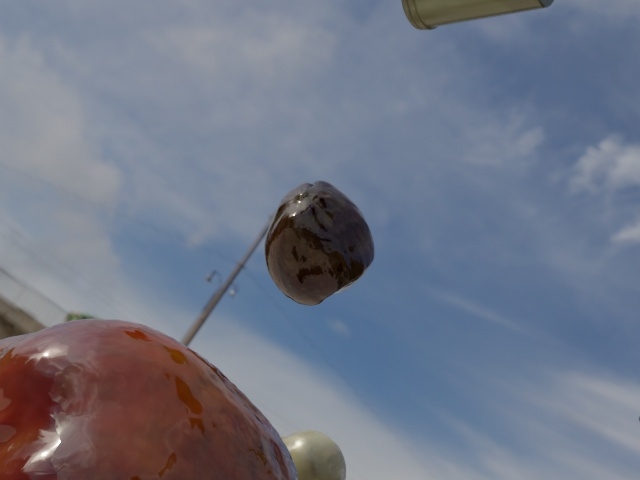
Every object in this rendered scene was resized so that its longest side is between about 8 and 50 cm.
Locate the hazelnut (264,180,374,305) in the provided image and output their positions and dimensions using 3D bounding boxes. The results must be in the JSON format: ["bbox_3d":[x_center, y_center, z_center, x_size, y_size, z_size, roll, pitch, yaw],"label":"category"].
[{"bbox_3d":[0.000,0.000,2.048,0.218,0.234,0.218,4,-58,6],"label":"hazelnut"}]

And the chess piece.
[{"bbox_3d":[-0.078,0.386,1.761,0.167,0.167,0.299,43,-44,-21],"label":"chess piece"}]

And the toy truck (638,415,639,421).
[{"bbox_3d":[0.615,0.342,1.837,0.080,0.115,0.178,-108,172,-46],"label":"toy truck"}]

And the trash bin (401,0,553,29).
[{"bbox_3d":[0.275,-0.484,1.844,0.247,0.243,0.121,0,-20,35],"label":"trash bin"}]

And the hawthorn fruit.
[{"bbox_3d":[-0.238,0.313,1.167,0.472,0.472,0.472,28,-23,13],"label":"hawthorn fruit"}]
